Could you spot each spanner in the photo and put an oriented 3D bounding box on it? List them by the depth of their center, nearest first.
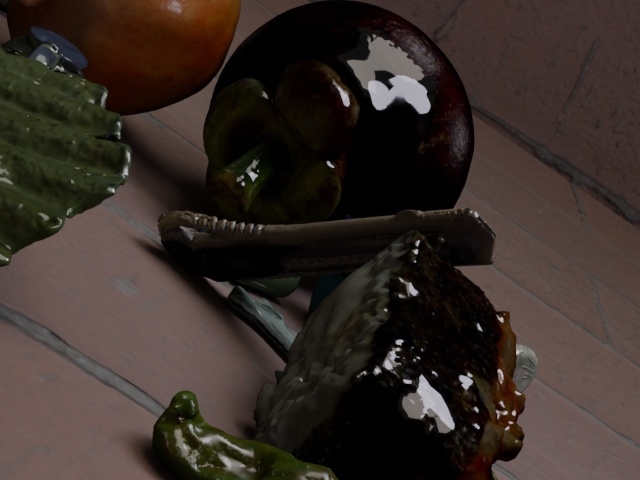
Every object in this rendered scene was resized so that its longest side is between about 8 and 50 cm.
[{"bbox_3d":[0.013,0.140,1.771,0.302,0.017,0.071,46,16,34],"label":"spanner"}]

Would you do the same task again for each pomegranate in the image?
[{"bbox_3d":[-0.223,-0.252,2.020,0.270,0.252,0.229,-3,71,-41],"label":"pomegranate"}]

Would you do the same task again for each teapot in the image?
[{"bbox_3d":[-0.286,-0.155,1.845,0.111,0.108,0.149,40,14,24],"label":"teapot"},{"bbox_3d":[0.196,0.139,2.143,0.083,0.064,0.064,-16,36,-32],"label":"teapot"}]

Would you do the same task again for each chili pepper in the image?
[{"bbox_3d":[-0.034,0.186,1.401,0.204,0.073,0.072,27,30,14],"label":"chili pepper"}]

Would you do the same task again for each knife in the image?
[{"bbox_3d":[-0.002,0.005,1.745,0.365,0.043,0.089,-2,-39,34],"label":"knife"}]

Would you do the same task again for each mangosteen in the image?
[{"bbox_3d":[0.017,-0.119,2.024,0.297,0.297,0.313,41,-9,20],"label":"mangosteen"}]

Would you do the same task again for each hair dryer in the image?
[{"bbox_3d":[-0.085,0.008,1.954,0.071,0.047,0.150,27,6,-40],"label":"hair dryer"}]

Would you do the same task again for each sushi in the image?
[{"bbox_3d":[0.059,0.133,1.582,0.182,0.196,0.343,50,21,-11],"label":"sushi"}]

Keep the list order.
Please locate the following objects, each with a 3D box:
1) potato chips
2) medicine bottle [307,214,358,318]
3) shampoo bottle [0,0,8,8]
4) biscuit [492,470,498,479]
[{"bbox_3d":[-0.334,-0.118,1.457,0.389,0.097,0.373,24,33,-18],"label":"potato chips"},{"bbox_3d":[0.096,0.078,1.965,0.258,0.124,0.079,29,12,-34],"label":"medicine bottle"},{"bbox_3d":[-0.366,-0.314,2.243,0.162,0.079,0.079,23,18,-43],"label":"shampoo bottle"},{"bbox_3d":[0.116,0.193,1.823,0.139,0.016,0.231,34,11,-22],"label":"biscuit"}]
